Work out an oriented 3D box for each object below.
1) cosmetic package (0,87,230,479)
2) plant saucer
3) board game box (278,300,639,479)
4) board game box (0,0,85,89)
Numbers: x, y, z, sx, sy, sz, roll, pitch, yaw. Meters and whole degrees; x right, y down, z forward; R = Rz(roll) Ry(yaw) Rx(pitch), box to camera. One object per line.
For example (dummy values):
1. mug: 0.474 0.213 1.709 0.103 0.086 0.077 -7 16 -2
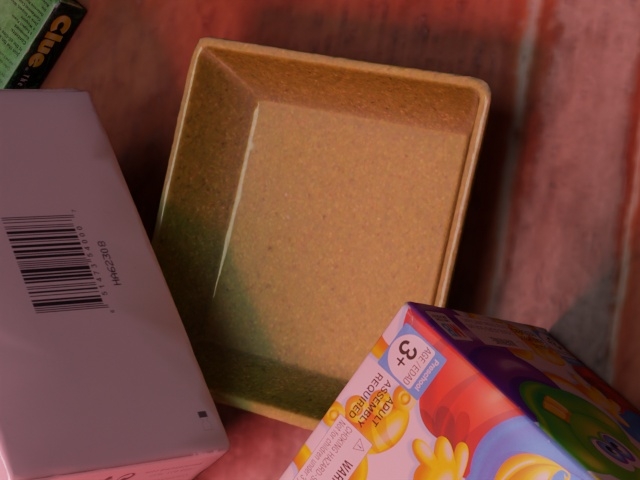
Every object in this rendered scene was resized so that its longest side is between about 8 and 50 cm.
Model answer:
1. cosmetic package: -0.195 0.072 1.005 0.224 0.138 0.224 -45 60 41
2. plant saucer: 0.000 0.000 0.973 0.188 0.045 0.188 13 90 35
3. board game box: 0.123 0.169 0.808 0.275 0.144 0.142 43 106 30
4. board game box: -0.262 -0.162 1.182 0.259 0.030 0.136 44 105 30
